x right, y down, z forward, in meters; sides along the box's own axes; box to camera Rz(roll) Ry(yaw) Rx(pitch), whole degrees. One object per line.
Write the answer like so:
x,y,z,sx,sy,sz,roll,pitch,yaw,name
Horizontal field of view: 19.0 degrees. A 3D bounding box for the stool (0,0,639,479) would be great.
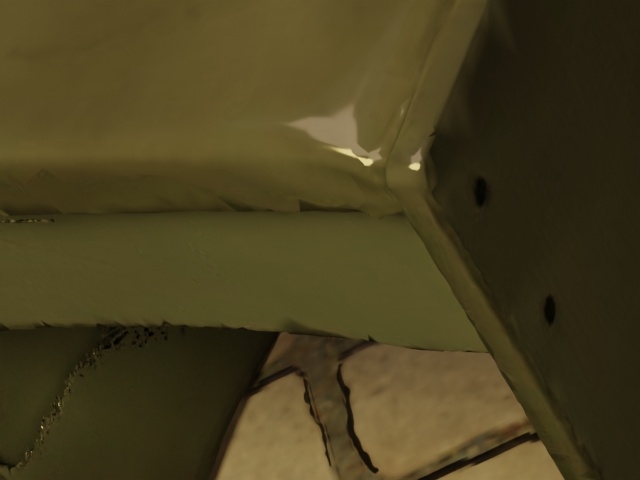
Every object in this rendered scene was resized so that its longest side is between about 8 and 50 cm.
0.000,0.000,0.610,0.244,0.269,0.170,1,51,33,stool
